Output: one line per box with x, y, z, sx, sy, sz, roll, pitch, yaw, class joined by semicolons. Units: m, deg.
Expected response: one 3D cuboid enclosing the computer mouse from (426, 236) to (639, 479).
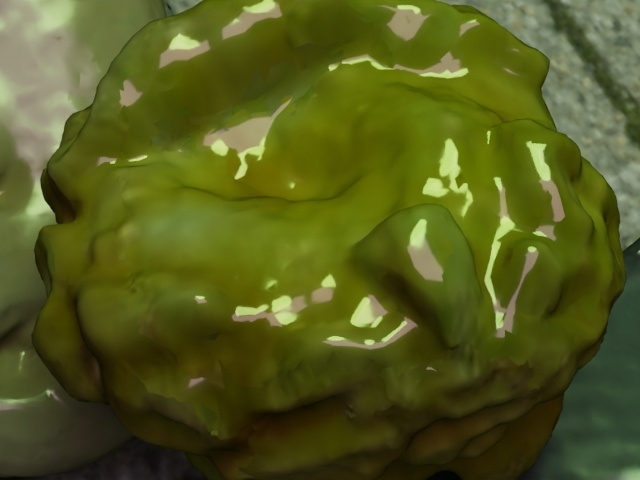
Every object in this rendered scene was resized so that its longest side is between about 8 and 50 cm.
0.116;0.113;0.624;0.371;0.122;0.188;-34;65;-20;computer mouse

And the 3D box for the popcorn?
0.000;0.005;0.556;0.197;0.155;0.197;1;55;-1;popcorn

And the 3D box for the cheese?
-0.123;-0.040;0.653;0.159;0.093;0.263;-17;84;-21;cheese
